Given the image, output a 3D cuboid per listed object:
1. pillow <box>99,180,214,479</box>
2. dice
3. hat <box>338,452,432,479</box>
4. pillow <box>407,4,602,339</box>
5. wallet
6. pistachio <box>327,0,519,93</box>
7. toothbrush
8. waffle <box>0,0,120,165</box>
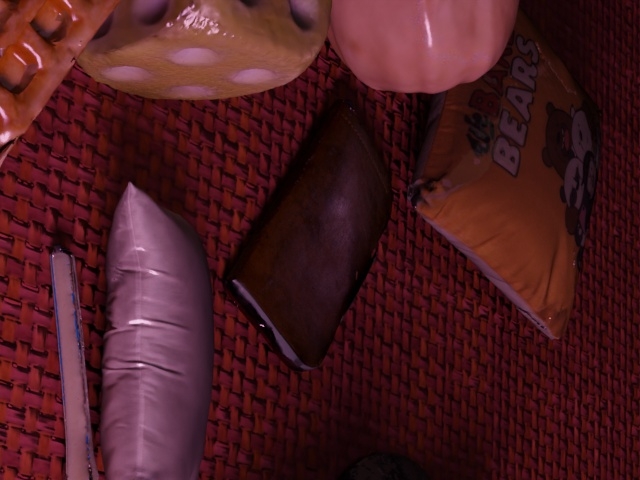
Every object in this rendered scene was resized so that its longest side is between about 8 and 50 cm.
[{"bbox_3d":[-0.129,0.085,1.352,0.144,0.078,0.254,43,46,-71],"label":"pillow"},{"bbox_3d":[-0.101,-0.212,1.396,0.169,0.166,0.169,13,71,-52],"label":"dice"},{"bbox_3d":[0.103,0.319,1.589,0.265,0.128,0.266,12,74,-48],"label":"hat"},{"bbox_3d":[0.201,-0.091,1.819,0.312,0.119,0.310,41,54,-43],"label":"pillow"},{"bbox_3d":[0.000,0.000,1.600,0.137,0.031,0.255,58,42,-29],"label":"wallet"},{"bbox_3d":[0.086,-0.283,1.648,0.214,0.193,0.318,88,-4,-74],"label":"pistachio"},{"bbox_3d":[-0.182,0.149,1.323,0.028,0.026,0.294,-2,83,-72],"label":"toothbrush"},{"bbox_3d":[-0.286,-0.207,1.161,0.308,0.091,0.213,47,67,-37],"label":"waffle"}]
